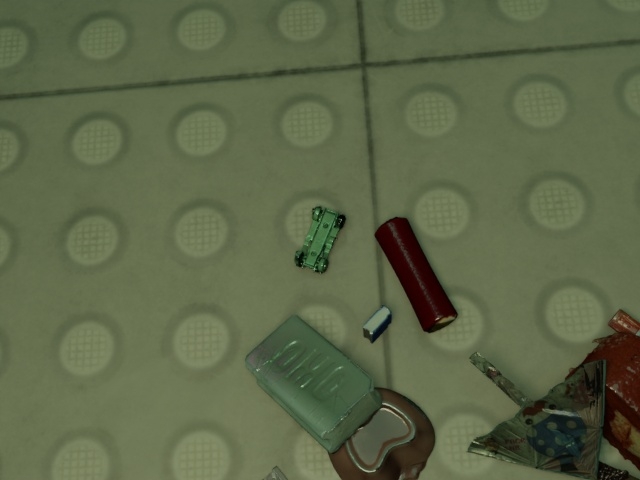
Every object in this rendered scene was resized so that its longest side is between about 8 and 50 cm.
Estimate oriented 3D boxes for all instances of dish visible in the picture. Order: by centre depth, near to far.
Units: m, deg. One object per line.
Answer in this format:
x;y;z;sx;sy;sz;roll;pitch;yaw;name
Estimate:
0.112;0.374;1.596;0.213;0.090;0.213;-2;68;4;dish

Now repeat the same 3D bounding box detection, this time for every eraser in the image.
0.114;0.166;1.678;0.027;0.085;0.063;41;78;16;eraser

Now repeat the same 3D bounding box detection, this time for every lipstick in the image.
0.192;0.068;1.713;0.080;0.080;0.241;-25;69;-5;lipstick

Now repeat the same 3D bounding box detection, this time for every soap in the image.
-0.014;0.267;1.598;0.150;0.094;0.261;-44;48;-13;soap

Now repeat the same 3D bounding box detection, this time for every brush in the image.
0.555;0.436;1.492;0.248;0.036;0.043;18;69;50;brush

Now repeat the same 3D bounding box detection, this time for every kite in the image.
0.394;0.314;1.534;0.314;0.011;0.335;47;119;3;kite

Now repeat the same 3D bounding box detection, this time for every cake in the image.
0.585;0.300;1.535;0.151;0.177;0.283;-40;72;-13;cake

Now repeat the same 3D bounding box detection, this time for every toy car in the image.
0.000;0.000;1.769;0.073;0.054;0.143;18;73;9;toy car

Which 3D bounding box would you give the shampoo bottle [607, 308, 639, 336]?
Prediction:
0.657;0.216;1.630;0.221;0.051;0.108;39;78;18;shampoo bottle

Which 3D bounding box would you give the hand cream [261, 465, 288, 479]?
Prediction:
-0.151;0.540;1.582;0.257;0.050;0.084;-42;68;-14;hand cream
